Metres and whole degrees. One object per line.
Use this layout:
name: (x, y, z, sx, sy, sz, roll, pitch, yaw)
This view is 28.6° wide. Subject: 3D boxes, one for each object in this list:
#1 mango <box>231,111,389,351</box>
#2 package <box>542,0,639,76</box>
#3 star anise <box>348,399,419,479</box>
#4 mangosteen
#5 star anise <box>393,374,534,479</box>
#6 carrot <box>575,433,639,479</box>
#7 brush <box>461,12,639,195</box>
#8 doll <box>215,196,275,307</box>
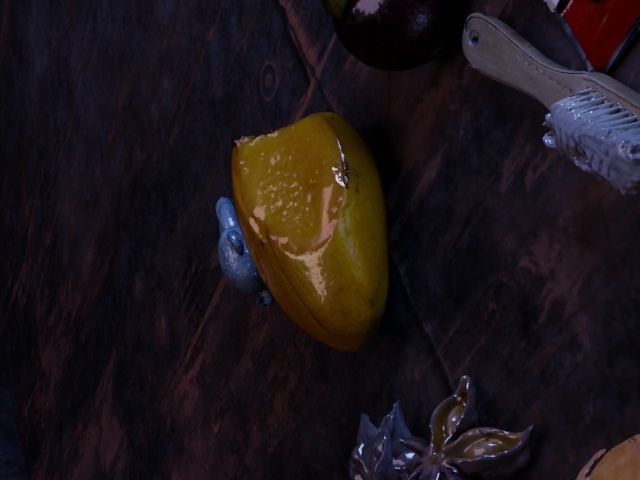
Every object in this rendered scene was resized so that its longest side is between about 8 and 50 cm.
mango: (0.000, 0.000, 1.364, 0.187, 0.138, 0.257, -20, 76, 41)
package: (0.207, -0.290, 1.047, 0.269, 0.071, 0.194, 51, 148, 22)
star anise: (0.070, 0.274, 1.312, 0.195, 0.065, 0.182, 56, 139, 39)
mangosteen: (0.066, -0.241, 1.216, 0.152, 0.153, 0.152, 3, 94, 62)
star anise: (0.162, 0.277, 1.193, 0.148, 0.218, 0.227, -5, 131, 33)
carrot: (0.267, 0.190, 0.752, 0.196, 0.254, 0.195, -7, 81, 58)
brush: (0.196, -0.120, 1.063, 0.327, 0.065, 0.070, -131, 37, -52)
doll: (-0.092, 0.000, 1.613, 0.179, 0.075, 0.120, -100, -16, -57)
